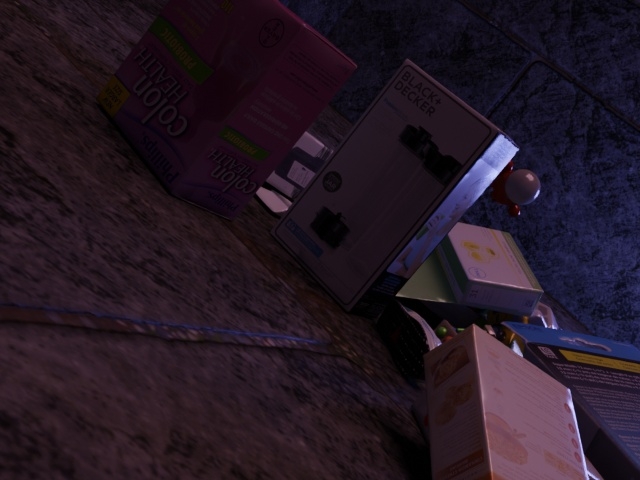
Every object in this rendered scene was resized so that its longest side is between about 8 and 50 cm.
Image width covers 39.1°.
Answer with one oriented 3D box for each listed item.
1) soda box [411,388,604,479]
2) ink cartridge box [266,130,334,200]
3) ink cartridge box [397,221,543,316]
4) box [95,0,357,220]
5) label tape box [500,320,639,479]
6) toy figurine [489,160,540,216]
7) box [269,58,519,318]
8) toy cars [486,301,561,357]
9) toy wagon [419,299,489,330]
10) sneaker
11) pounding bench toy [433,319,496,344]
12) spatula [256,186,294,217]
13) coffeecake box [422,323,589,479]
[{"bbox_3d":[0.203,0.221,0.955,0.216,0.069,0.074,36,12,-21],"label":"soda box"},{"bbox_3d":[-0.053,-0.135,1.432,0.237,0.100,0.172,34,6,-25],"label":"ink cartridge box"},{"bbox_3d":[0.194,0.032,1.353,0.235,0.056,0.171,11,30,-14],"label":"ink cartridge box"},{"bbox_3d":[-0.120,-0.190,1.090,0.117,0.243,0.213,24,19,-52],"label":"box"},{"bbox_3d":[0.400,0.251,1.196,0.249,0.115,0.347,12,20,-24],"label":"label tape box"},{"bbox_3d":[0.238,-0.075,1.526,0.210,0.213,0.148,38,-3,-8],"label":"toy figurine"},{"bbox_3d":[0.090,-0.064,1.149,0.169,0.290,0.087,46,13,28],"label":"box"},{"bbox_3d":[0.342,0.152,1.457,0.394,0.087,0.176,13,62,-66],"label":"toy cars"},{"bbox_3d":[0.207,0.076,1.555,0.267,0.068,0.344,44,12,22],"label":"toy wagon"},{"bbox_3d":[0.126,0.129,1.099,0.075,0.057,0.161,29,11,-22],"label":"sneaker"},{"bbox_3d":[0.184,0.135,1.196,0.065,0.083,0.052,33,13,-32],"label":"pounding bench toy"},{"bbox_3d":[0.000,0.000,1.326,0.242,0.019,0.168,46,7,27],"label":"spatula"},{"bbox_3d":[0.167,0.189,0.798,0.142,0.068,0.185,34,35,-25],"label":"coffeecake box"}]
